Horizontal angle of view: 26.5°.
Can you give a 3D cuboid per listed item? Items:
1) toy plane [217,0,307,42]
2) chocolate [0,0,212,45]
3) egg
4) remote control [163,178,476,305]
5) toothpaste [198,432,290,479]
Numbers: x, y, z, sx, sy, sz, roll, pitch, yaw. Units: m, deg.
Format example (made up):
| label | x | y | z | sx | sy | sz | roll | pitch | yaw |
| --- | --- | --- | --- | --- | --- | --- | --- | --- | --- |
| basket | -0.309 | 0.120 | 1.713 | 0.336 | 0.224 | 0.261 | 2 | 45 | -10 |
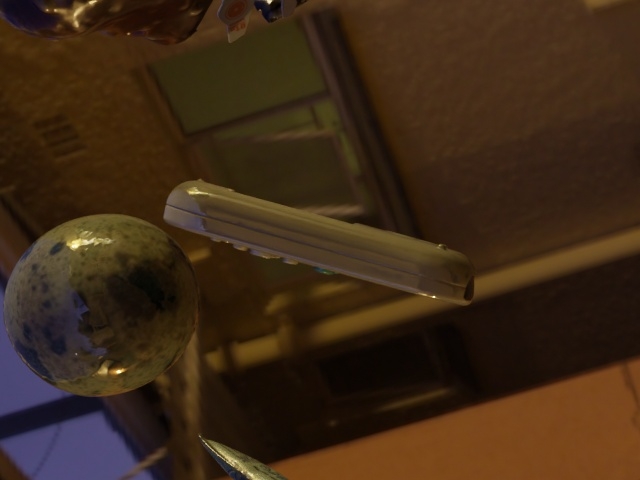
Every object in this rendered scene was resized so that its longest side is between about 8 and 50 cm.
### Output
| label | x | y | z | sx | sy | sz | roll | pitch | yaw |
| --- | --- | --- | --- | --- | --- | --- | --- | --- | --- |
| toy plane | 0.013 | -0.203 | 0.955 | 0.053 | 0.197 | 0.078 | 53 | 165 | 26 |
| chocolate | -0.238 | -0.331 | 1.236 | 0.210 | 0.225 | 0.340 | -24 | -83 | -46 |
| egg | -0.175 | 0.052 | 1.062 | 0.141 | 0.181 | 0.141 | 12 | -108 | -41 |
| remote control | 0.000 | 0.000 | 0.934 | 0.078 | 0.221 | 0.042 | 11 | -86 | -82 |
| toothpaste | -0.055 | 0.294 | 1.595 | 0.268 | 0.069 | 0.047 | 27 | 107 | 51 |
